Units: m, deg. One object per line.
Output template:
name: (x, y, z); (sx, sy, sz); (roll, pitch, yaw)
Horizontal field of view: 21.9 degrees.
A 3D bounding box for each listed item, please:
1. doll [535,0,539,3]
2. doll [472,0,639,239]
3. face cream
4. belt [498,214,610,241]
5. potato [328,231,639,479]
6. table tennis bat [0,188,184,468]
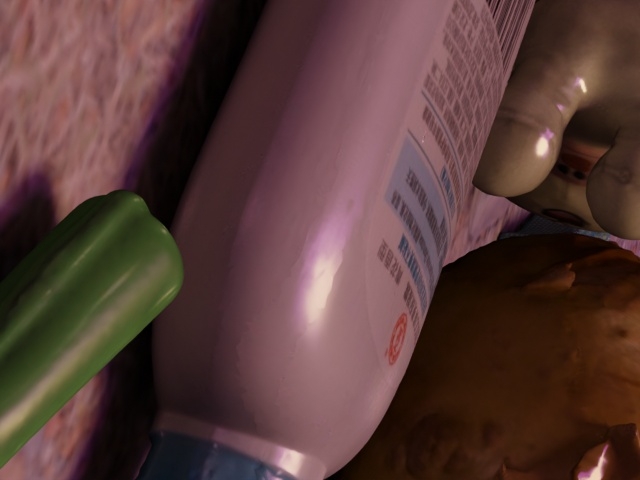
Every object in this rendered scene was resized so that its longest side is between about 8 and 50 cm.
doll: (0.151, -0.180, 0.838); (0.209, 0.097, 0.137); (-53, 175, -16)
doll: (0.140, -0.061, 0.830); (0.275, 0.154, 0.113); (1, 104, -80)
face cream: (0.000, 0.000, 0.595); (0.163, 0.080, 0.337); (65, 43, -63)
belt: (0.154, 0.030, 1.103); (0.179, 0.065, 0.100); (-18, 112, -66)
potato: (0.087, 0.127, 0.812); (0.300, 0.196, 0.246); (-53, 172, 33)
table tennis bat: (-0.112, 0.068, 0.398); (0.257, 0.039, 0.160); (-49, 148, -43)
